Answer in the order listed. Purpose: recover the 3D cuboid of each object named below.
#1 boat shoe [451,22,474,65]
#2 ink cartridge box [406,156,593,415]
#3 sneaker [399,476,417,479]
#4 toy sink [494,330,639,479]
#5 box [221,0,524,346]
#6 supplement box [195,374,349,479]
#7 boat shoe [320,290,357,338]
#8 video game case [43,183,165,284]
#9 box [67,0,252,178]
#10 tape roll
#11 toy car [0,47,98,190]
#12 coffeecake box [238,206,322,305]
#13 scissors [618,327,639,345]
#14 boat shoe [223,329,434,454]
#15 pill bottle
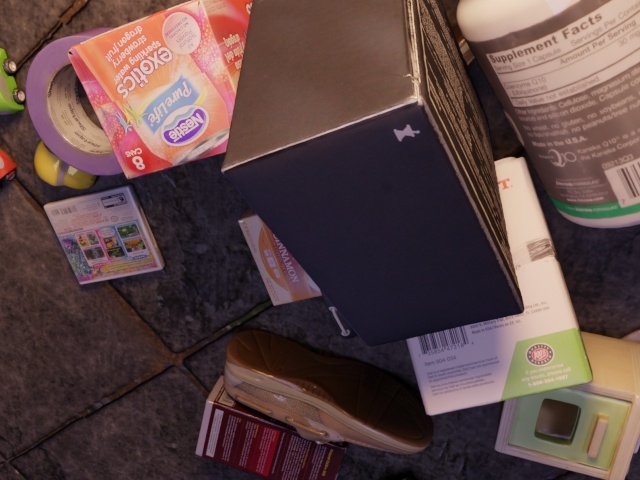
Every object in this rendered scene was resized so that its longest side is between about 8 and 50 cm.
[{"bbox_3d":[0.139,-0.192,0.849,0.072,0.068,0.190,39,128,-21],"label":"boat shoe"},{"bbox_3d":[0.201,0.058,0.856,0.198,0.114,0.273,-17,80,20],"label":"ink cartridge box"},{"bbox_3d":[0.134,0.557,1.169,0.178,0.124,0.296,-23,100,17],"label":"sneaker"},{"bbox_3d":[0.373,0.227,0.938,0.234,0.131,0.153,12,118,14],"label":"toy sink"},{"bbox_3d":[0.062,-0.101,0.687,0.182,0.294,0.296,-18,135,21],"label":"box"},{"bbox_3d":[-0.078,0.330,1.141,0.239,0.073,0.130,19,119,5],"label":"supplement box"},{"bbox_3d":[0.002,-0.001,0.862,0.091,0.114,0.303,-24,105,16],"label":"boat shoe"},{"bbox_3d":[-0.338,-0.007,1.072,0.157,0.019,0.143,-11,113,17],"label":"video game case"},{"bbox_3d":[-0.119,-0.196,0.767,0.154,0.300,0.142,-12,112,18],"label":"box"},{"bbox_3d":[-0.297,-0.191,0.938,0.188,0.080,0.189,6,117,11],"label":"tape roll"},{"bbox_3d":[-0.463,-0.167,1.004,0.238,0.053,0.225,-3,115,15],"label":"toy car"},{"bbox_3d":[0.000,0.000,0.966,0.185,0.068,0.142,-14,110,19],"label":"coffeecake box"},{"bbox_3d":[0.473,0.125,0.940,0.109,0.021,0.297,34,118,-4],"label":"scissors"},{"bbox_3d":[0.008,0.251,1.065,0.341,0.122,0.110,23,123,14],"label":"boat shoe"},{"bbox_3d":[0.269,-0.208,0.704,0.204,0.204,0.361,-25,113,23],"label":"pill bottle"}]
